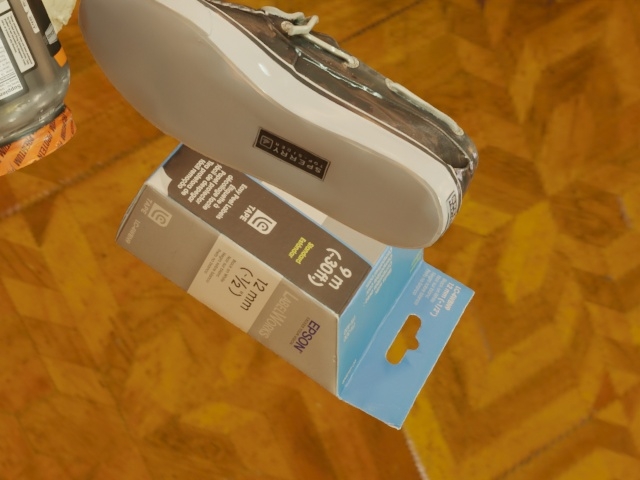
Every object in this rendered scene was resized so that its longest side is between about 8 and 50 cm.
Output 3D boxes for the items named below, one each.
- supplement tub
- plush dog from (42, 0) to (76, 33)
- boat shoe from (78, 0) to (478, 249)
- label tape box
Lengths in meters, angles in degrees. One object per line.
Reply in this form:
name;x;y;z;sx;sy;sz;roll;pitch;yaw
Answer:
supplement tub;-0.239;-0.141;0.988;0.117;0.117;0.190;-29;112;-20
plush dog;-0.275;-0.327;1.470;0.262;0.225;0.211;-28;125;-34
boat shoe;-0.025;-0.113;1.085;0.306;0.113;0.105;27;47;6
label tape box;0.000;0.000;1.566;0.347;0.115;0.249;34;44;2
